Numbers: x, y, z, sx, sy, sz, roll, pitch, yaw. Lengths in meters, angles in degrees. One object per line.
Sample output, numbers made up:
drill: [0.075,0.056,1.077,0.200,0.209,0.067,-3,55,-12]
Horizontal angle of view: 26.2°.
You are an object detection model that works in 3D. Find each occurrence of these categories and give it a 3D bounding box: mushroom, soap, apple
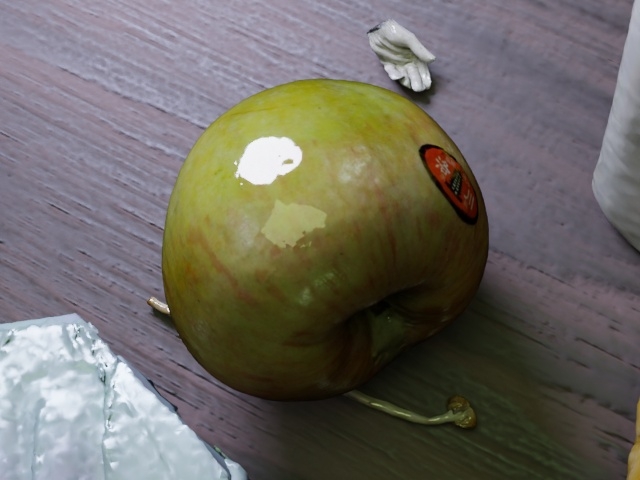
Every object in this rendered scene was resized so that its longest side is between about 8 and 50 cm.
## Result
mushroom: [-0.012,0.099,1.091,0.286,0.026,0.028,17,60,15]
soap: [-0.267,0.203,0.993,0.446,0.156,0.261,-7,62,-1]
apple: [0.000,0.000,0.997,0.261,0.261,0.194,-34,60,-3]

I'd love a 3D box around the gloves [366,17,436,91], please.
gloves: [0.067,-0.160,1.151,0.044,0.037,0.081,-30,84,36]

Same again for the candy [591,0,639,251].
candy: [0.304,-0.119,0.940,0.145,0.358,0.208,39,78,18]

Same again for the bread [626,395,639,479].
bread: [0.319,0.150,0.963,0.198,0.120,0.236,10,67,14]
